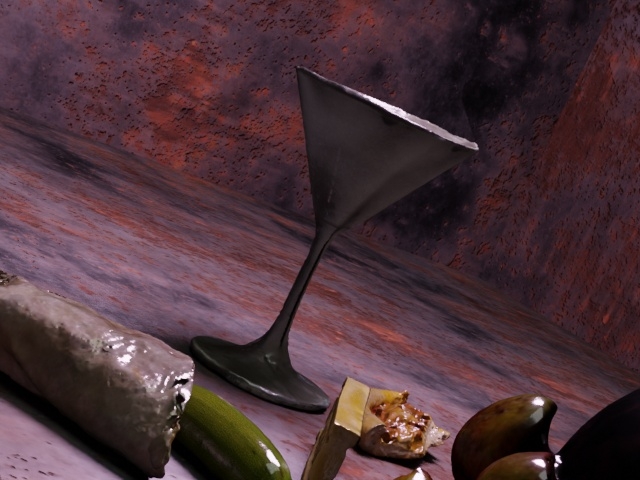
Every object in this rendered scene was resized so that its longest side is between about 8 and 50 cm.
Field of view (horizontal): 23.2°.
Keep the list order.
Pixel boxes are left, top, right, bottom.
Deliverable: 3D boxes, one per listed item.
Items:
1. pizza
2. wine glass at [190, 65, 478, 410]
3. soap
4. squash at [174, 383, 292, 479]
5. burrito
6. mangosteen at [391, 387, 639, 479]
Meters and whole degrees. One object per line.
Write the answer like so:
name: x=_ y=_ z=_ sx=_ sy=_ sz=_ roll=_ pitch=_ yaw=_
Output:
pizza: x=0.094 y=0.237 z=2.039 sx=0.134 sy=0.056 sz=0.271 roll=19 pitch=5 yaw=20
wine glass: x=0.000 y=0.000 z=2.029 sx=0.267 sy=0.406 sz=0.267 roll=26 pitch=7 yaw=-4
soap: x=0.017 y=0.221 z=1.737 sx=0.037 sy=0.092 sz=0.252 roll=28 pitch=7 yaw=1
squash: x=-0.105 y=0.198 z=1.584 sx=0.066 sy=0.066 sz=0.252 roll=19 pitch=10 yaw=-43
burrito: x=-0.234 y=0.123 z=1.569 sx=0.347 sy=0.107 sz=0.175 roll=27 pitch=20 yaw=28
mangosteen: x=0.262 y=0.257 z=1.182 sx=0.435 sy=0.382 sz=0.382 roll=28 pitch=7 yaw=1
